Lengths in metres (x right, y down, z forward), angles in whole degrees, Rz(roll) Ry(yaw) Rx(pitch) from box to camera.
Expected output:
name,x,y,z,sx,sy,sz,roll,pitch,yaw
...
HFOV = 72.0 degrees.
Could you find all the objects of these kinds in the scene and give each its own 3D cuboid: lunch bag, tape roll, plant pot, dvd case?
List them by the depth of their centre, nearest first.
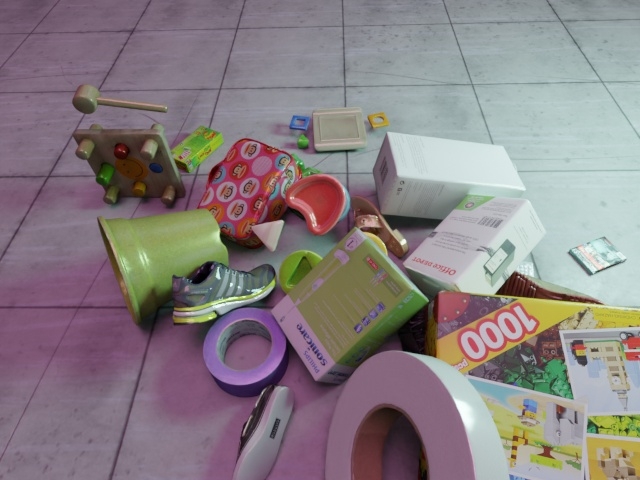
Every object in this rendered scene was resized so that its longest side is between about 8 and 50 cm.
name,x,y,z,sx,sy,sz,roll,pitch,yaw
tape roll,0.132,0.383,0.730,0.072,0.392,0.392,15,46,-26
tape roll,-0.169,0.257,1.021,0.189,0.080,0.189,-1,52,1
plant pot,-0.383,0.038,1.112,0.254,0.276,0.276,-20,53,-27
dvd case,0.754,0.039,1.198,0.119,0.013,0.087,-19,53,-11
lunch bag,-0.220,-0.144,1.264,0.258,0.120,0.293,25,80,25

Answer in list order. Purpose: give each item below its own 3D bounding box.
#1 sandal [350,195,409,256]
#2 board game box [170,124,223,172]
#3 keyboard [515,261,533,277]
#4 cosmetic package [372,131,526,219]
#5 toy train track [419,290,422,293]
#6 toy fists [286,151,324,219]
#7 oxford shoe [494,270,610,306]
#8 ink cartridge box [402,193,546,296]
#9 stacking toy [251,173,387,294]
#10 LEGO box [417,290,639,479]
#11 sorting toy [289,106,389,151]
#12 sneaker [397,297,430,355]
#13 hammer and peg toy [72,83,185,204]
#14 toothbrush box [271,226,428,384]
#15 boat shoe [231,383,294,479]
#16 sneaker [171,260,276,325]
name,x,y,z,sx,sy,sz,roll,pitch,yaw
sandal,0.138,-0.034,1.234,0.079,0.088,0.240,-29,61,-26
board game box,-0.428,-0.316,1.509,0.092,0.043,0.181,25,57,20
keyboard,0.437,0.073,1.184,0.256,0.014,0.072,8,52,9
cosmetic package,0.352,-0.175,1.249,0.365,0.155,0.197,6,48,-10
toy train track,0.231,0.140,1.140,0.048,0.014,0.083,-35,52,-14
toy fists,-0.077,-0.186,1.360,0.142,0.096,0.279,-38,58,-25
oxford shoe,0.520,0.149,1.080,0.348,0.123,0.130,22,11,30
ink cartridge box,0.367,0.023,1.073,0.273,0.115,0.198,-45,25,-11
stacking toy,0.000,0.000,1.168,0.279,0.130,0.309,-31,85,8
LEGO box,0.447,0.312,0.814,0.500,0.193,0.372,4,72,6
sorting toy,0.066,-0.383,1.544,0.347,0.047,0.196,-3,56,0
sneaker,0.228,0.218,1.006,0.087,0.130,0.227,-12,54,-5
hammer and peg toy,-0.551,-0.254,1.263,0.266,0.361,0.127,1,52,2
toothbrush box,0.060,0.147,0.991,0.283,0.122,0.206,-45,55,6
boat shoe,-0.126,0.405,0.913,0.070,0.078,0.219,-7,45,43
sneaker,-0.224,0.101,1.064,0.111,0.121,0.300,0,14,39
